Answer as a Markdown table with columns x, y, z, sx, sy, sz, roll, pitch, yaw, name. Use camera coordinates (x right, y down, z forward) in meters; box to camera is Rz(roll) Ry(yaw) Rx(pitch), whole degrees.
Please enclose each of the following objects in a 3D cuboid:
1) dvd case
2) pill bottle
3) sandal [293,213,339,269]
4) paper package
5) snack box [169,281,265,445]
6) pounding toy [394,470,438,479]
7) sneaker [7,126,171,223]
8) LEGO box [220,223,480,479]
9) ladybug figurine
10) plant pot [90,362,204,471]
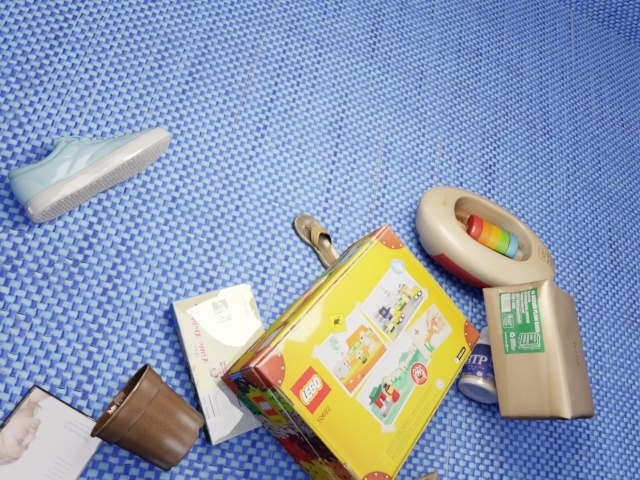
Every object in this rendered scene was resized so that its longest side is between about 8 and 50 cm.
| x | y | z | sx | sy | sz | roll | pitch | yaw | name |
| --- | --- | --- | --- | --- | --- | --- | --- | --- | --- |
| -0.558 | 0.433 | 0.957 | 0.180 | 0.022 | 0.253 | 35 | 62 | -8 | dvd case |
| 0.455 | 0.335 | 1.364 | 0.112 | 0.112 | 0.186 | 36 | 58 | -8 | pill bottle |
| 0.000 | 0.000 | 1.330 | 0.072 | 0.049 | 0.180 | -34 | 87 | -29 | sandal |
| 0.559 | 0.288 | 1.272 | 0.310 | 0.168 | 0.324 | 23 | 60 | -50 | paper package |
| -0.208 | 0.272 | 1.139 | 0.187 | 0.060 | 0.321 | -13 | 77 | -28 | snack box |
| 0.248 | 0.563 | 1.116 | 0.154 | 0.269 | 0.154 | -19 | 78 | 7 | pounding toy |
| -0.520 | -0.194 | 1.134 | 0.366 | 0.135 | 0.150 | -38 | 92 | -30 | sneaker |
| 0.091 | 0.263 | 1.153 | 0.372 | 0.193 | 0.500 | 50 | 55 | -4 | LEGO box |
| 0.458 | 0.017 | 1.429 | 0.450 | 0.162 | 0.305 | 29 | 44 | -4 | ladybug figurine |
| -0.336 | 0.362 | 1.006 | 0.165 | 0.167 | 0.167 | 41 | 61 | -14 | plant pot |
